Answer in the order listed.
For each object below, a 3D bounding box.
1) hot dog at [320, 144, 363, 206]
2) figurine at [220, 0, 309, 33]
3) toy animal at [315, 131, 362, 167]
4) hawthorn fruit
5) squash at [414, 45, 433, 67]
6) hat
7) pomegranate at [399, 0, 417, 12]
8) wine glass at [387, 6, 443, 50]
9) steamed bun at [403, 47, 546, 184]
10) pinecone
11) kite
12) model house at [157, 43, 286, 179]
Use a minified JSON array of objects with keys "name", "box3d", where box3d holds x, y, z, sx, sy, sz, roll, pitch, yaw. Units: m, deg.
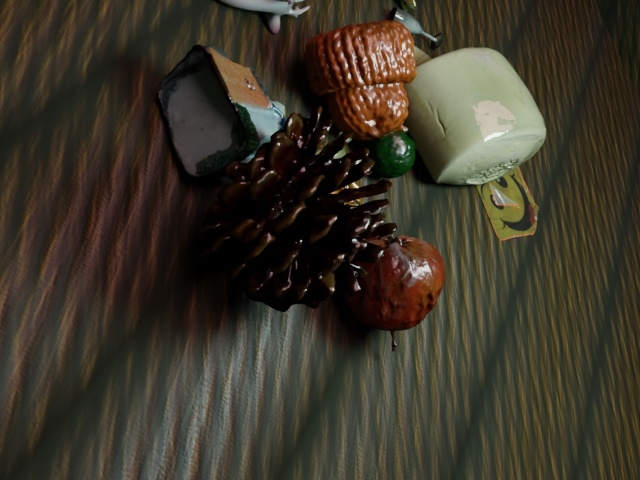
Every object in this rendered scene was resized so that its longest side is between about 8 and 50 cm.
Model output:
[{"name":"hot dog","box3d":[0.003,-0.165,1.613,0.249,0.068,0.100,49,60,-7]},{"name":"figurine","box3d":[-0.125,-0.693,1.688,0.315,0.206,0.284,33,62,-29]},{"name":"toy animal","box3d":[-0.010,-0.186,1.523,0.218,0.101,0.103,-22,109,-31]},{"name":"hawthorn fruit","box3d":[0.161,0.123,1.507,0.241,0.241,0.272,-7,106,-41]},{"name":"squash","box3d":[0.230,-0.577,1.961,0.288,0.111,0.203,-43,143,-38]},{"name":"hat","box3d":[0.112,-0.362,1.737,0.285,0.285,0.401,-26,117,-44]},{"name":"pomegranate","box3d":[0.257,-0.880,2.067,0.286,0.231,0.231,39,49,-17]},{"name":"wine glass","box3d":[0.301,-0.679,2.123,0.198,0.066,0.066,18,58,-30]},{"name":"steamed bun","box3d":[0.457,-0.377,1.938,0.455,0.290,0.371,-13,75,-42]},{"name":"pinecone","box3d":[-0.031,-0.051,1.303,0.397,0.397,0.398,18,58,-32]},{"name":"kite","box3d":[0.588,-0.153,2.129,0.327,0.013,0.378,34,52,-19]},{"name":"model house","box3d":[-0.178,-0.266,1.465,0.291,0.184,0.253,-7,67,-56]}]
